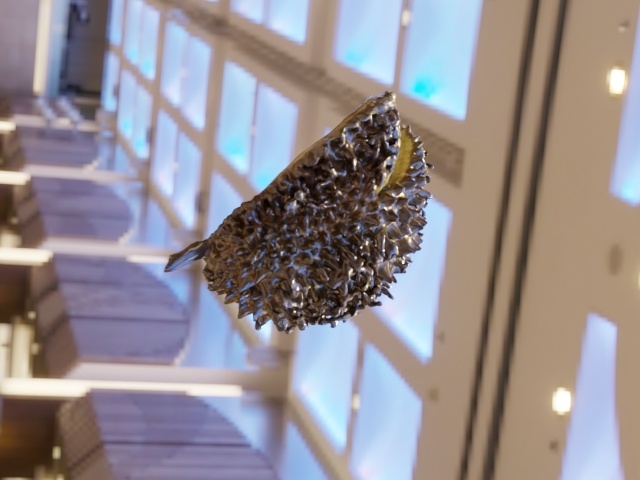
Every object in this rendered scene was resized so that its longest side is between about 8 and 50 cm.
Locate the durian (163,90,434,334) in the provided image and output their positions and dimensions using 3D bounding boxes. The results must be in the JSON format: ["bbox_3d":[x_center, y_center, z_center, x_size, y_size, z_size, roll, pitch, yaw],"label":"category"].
[{"bbox_3d":[0.001,-0.001,0.623,0.071,0.140,0.110,47,-33,24],"label":"durian"}]
